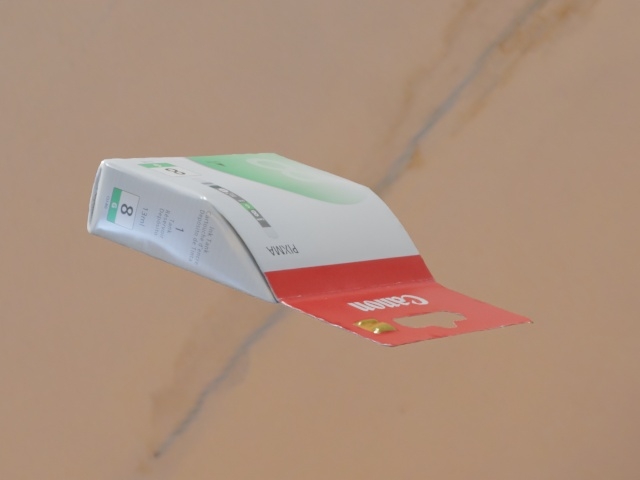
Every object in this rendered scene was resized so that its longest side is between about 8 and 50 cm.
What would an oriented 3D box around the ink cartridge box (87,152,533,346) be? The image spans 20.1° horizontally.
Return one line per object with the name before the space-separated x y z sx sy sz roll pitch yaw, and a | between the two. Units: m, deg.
ink cartridge box | 0.000 0.000 1.104 0.181 0.225 0.056 -5 -70 -56
